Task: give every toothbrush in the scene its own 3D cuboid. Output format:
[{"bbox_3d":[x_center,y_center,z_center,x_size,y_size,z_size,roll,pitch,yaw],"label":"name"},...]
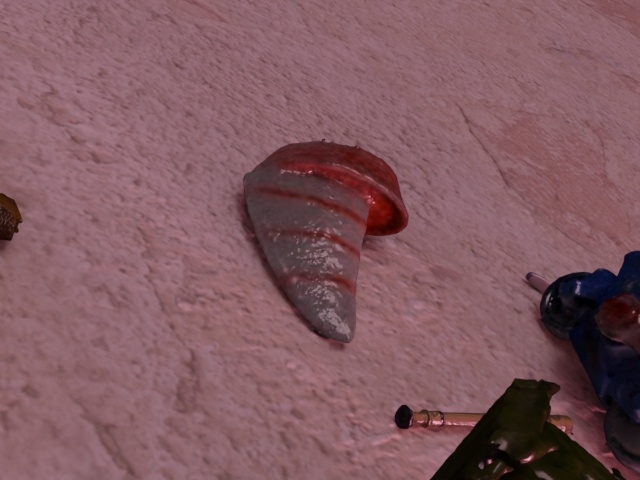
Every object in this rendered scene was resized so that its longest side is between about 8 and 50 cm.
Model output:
[{"bbox_3d":[0.376,0.130,1.280,0.269,0.021,0.027,42,21,18],"label":"toothbrush"}]

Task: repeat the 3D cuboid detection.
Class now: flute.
[{"bbox_3d":[0.180,0.191,1.034,0.233,0.027,0.027,8,38,-30],"label":"flute"}]

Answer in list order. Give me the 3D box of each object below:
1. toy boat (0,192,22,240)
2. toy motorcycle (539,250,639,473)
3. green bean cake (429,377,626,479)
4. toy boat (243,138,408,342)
[{"bbox_3d":[-0.351,-0.033,0.901,0.149,0.047,0.049,14,36,-25],"label":"toy boat"},{"bbox_3d":[0.416,0.129,1.156,0.241,0.182,0.319,-8,42,-7],"label":"toy motorcycle"},{"bbox_3d":[0.193,0.286,0.685,0.319,0.218,0.335,39,19,9],"label":"green bean cake"},{"bbox_3d":[0.000,0.000,1.126,0.206,0.096,0.282,17,46,-9],"label":"toy boat"}]
